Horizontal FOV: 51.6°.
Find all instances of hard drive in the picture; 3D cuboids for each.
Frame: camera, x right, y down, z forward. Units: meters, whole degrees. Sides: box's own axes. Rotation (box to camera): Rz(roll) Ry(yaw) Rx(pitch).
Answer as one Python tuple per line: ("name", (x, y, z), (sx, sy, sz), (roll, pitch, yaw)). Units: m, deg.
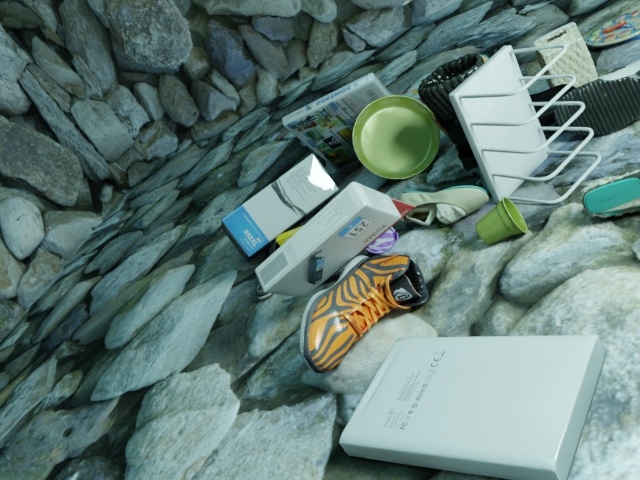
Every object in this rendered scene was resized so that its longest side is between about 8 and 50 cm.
("hard drive", (0.219, 0.237, 0.991), (0.353, 0.047, 0.233), (-9, 32, 44))

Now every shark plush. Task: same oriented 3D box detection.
("shark plush", (0.377, -0.155, 1.552), (0.067, 0.073, 0.161), (-61, 26, 10))

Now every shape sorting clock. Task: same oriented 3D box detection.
("shape sorting clock", (0.840, -0.592, 1.833), (0.206, 0.040, 0.206), (-27, 24, 13))

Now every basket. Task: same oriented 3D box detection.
("basket", (0.620, -0.437, 1.659), (0.113, 0.167, 0.103), (-25, 31, 18))

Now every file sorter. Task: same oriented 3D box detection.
("file sorter", (0.432, -0.234, 1.360), (0.193, 0.278, 0.173), (-42, 29, -20))

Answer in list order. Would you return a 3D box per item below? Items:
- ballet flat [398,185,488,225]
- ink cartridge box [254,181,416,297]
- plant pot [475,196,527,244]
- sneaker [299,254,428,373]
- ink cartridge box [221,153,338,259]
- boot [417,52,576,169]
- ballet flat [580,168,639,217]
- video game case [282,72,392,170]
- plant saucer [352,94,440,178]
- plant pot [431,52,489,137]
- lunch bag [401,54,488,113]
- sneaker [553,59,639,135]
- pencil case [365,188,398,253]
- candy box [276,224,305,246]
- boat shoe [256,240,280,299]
("ballet flat", (0.271, -0.072, 1.506), (0.086, 0.086, 0.248), (-46, 25, -28))
("ink cartridge box", (0.048, 0.014, 1.408), (0.296, 0.261, 0.066), (-41, 60, 25))
("plant pot", (0.354, -0.032, 1.318), (0.079, 0.083, 0.083), (-34, 21, 27))
("sneaker", (0.093, 0.121, 1.276), (0.180, 0.124, 0.321), (-12, 31, 41))
("ink cartridge box", (-0.116, -0.085, 1.847), (0.307, 0.129, 0.223), (-37, -1, -9))
("boot", (0.435, -0.345, 1.581), (0.348, 0.260, 0.131), (-27, 25, 14))
("ballet flat", (0.579, -0.097, 1.154), (0.241, 0.091, 0.077), (-8, 11, 38))
("video game case", (0.098, -0.341, 1.971), (0.300, 0.329, 0.036), (-22, 62, 23))
("plant saucer", (0.209, -0.282, 1.835), (0.241, 0.241, 0.037), (-34, -9, -3))
("plant pot", (0.405, -0.353, 1.750), (0.188, 0.205, 0.205), (-48, 23, 5))
("lunch bag", (0.397, -0.481, 2.086), (0.279, 0.108, 0.224), (-4, 37, 49))
("sneaker", (0.684, -0.328, 1.452), (0.330, 0.122, 0.146), (-20, 8, 29))
("pencil case", (0.135, -0.046, 1.608), (0.088, 0.086, 0.206), (-1, 29, 1))
("candy box", (0.000, 0.000, 1.651), (0.206, 0.105, 0.027), (-21, 26, 27))
("boat shoe", (-0.127, 0.071, 1.722), (0.075, 0.065, 0.206), (-17, 28, 32))
